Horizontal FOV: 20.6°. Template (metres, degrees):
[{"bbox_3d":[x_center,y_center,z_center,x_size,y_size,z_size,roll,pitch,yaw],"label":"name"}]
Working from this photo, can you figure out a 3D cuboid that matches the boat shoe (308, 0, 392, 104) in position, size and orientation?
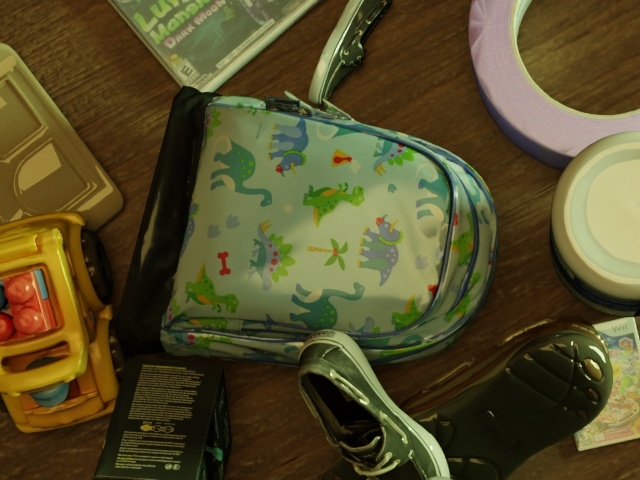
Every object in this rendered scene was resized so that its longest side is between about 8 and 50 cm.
[{"bbox_3d":[0.031,-0.204,1.856,0.040,0.049,0.142,24,82,10],"label":"boat shoe"}]

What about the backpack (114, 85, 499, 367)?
[{"bbox_3d":[0.000,0.000,1.745,0.355,0.273,0.290,15,76,-4],"label":"backpack"}]

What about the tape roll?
[{"bbox_3d":[0.290,-0.207,1.805,0.274,0.090,0.275,-1,80,6],"label":"tape roll"}]

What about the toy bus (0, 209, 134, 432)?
[{"bbox_3d":[-0.281,0.090,1.753,0.149,0.211,0.220,-15,95,1],"label":"toy bus"}]

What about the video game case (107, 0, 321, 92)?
[{"bbox_3d":[-0.116,-0.270,1.897,0.190,0.022,0.173,-40,78,0],"label":"video game case"}]

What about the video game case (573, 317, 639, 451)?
[{"bbox_3d":[0.289,0.145,1.787,0.087,0.011,0.122,-13,79,5],"label":"video game case"}]

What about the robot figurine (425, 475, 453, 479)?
[{"bbox_3d":[0.100,0.372,1.604,0.353,0.200,0.300,20,85,24],"label":"robot figurine"}]

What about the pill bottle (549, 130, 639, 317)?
[{"bbox_3d":[0.295,-0.007,1.682,0.153,0.265,0.153,-1,82,7],"label":"pill bottle"}]

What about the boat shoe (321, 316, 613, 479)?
[{"bbox_3d":[0.151,0.181,1.746,0.324,0.120,0.122,-31,103,20],"label":"boat shoe"}]

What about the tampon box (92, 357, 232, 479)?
[{"bbox_3d":[-0.153,0.214,1.738,0.101,0.120,0.161,3,41,7],"label":"tampon box"}]

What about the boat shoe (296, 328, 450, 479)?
[{"bbox_3d":[0.044,0.186,1.655,0.078,0.070,0.219,-27,113,27],"label":"boat shoe"}]

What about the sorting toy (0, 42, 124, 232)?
[{"bbox_3d":[-0.391,-0.034,1.888,0.307,0.041,0.229,-38,83,0],"label":"sorting toy"}]
